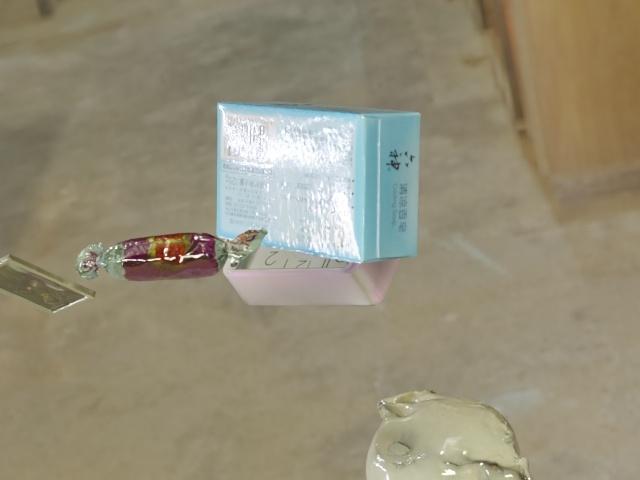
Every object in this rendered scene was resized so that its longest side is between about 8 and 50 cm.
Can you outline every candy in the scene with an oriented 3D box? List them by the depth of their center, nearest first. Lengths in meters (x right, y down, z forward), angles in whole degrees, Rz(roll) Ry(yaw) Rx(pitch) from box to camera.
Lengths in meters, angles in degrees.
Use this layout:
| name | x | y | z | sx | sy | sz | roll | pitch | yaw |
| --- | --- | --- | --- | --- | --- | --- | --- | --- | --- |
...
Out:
| name | x | y | z | sx | sy | sz | roll | pitch | yaw |
| --- | --- | --- | --- | --- | --- | --- | --- | --- | --- |
| candy | -0.133 | 0.014 | 1.431 | 0.175 | 0.043 | 0.045 | -4 | 49 | 6 |

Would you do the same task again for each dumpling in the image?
| name | x | y | z | sx | sy | sz | roll | pitch | yaw |
| --- | --- | --- | --- | --- | --- | --- | --- | --- | --- |
| dumpling | 0.124 | 0.244 | 1.563 | 0.142 | 0.172 | 0.247 | -16 | 21 | -24 |

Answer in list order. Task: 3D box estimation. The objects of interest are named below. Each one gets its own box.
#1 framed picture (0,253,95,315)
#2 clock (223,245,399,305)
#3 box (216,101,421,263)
| name | x | y | z | sx | sy | sz | roll | pitch | yaw |
| --- | --- | --- | --- | --- | --- | --- | --- | --- | --- |
| framed picture | -0.247 | 0.039 | 1.372 | 0.066 | 0.089 | 0.007 | -22 | 51 | 44 |
| clock | 0.000 | 0.000 | 1.857 | 0.197 | 0.063 | 0.150 | -1 | 50 | 35 |
| box | -0.006 | -0.063 | 1.594 | 0.083 | 0.143 | 0.232 | -5 | 10 | -42 |
